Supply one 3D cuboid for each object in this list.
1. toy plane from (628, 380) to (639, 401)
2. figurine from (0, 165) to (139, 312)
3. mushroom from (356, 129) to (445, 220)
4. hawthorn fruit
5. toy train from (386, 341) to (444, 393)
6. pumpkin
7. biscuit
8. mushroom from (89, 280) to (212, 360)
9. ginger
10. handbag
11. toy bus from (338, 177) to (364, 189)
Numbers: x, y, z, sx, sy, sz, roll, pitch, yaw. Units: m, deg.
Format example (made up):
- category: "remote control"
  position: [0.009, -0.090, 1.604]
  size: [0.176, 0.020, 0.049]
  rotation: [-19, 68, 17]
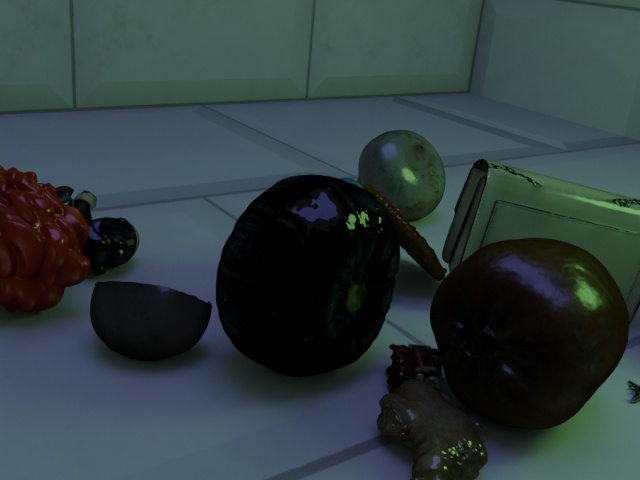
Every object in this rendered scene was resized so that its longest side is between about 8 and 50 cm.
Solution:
- category: "toy plane"
  position: [0.518, 0.236, 1.160]
  size: [0.084, 0.024, 0.078]
  rotation: [-10, 8, -34]
- category: "figurine"
  position: [-0.503, -0.013, 1.323]
  size: [0.306, 0.241, 0.412]
  rotation: [36, 10, 10]
- category: "mushroom"
  position: [0.187, -0.153, 1.860]
  size: [0.243, 0.243, 0.243]
  rotation: [5, 22, -2]
- category: "hawthorn fruit"
  position: [0.320, 0.122, 1.075]
  size: [0.267, 0.268, 0.301]
  rotation: [24, 27, 39]
- category: "toy train"
  position: [0.145, 0.199, 1.111]
  size: [0.087, 0.050, 0.138]
  rotation: [4, 13, 1]
- category: "pumpkin"
  position: [-0.024, 0.047, 1.130]
  size: [0.315, 0.315, 0.238]
  rotation: [-14, 22, -40]
- category: "biscuit"
  position: [0.166, -0.018, 1.477]
  size: [0.035, 0.254, 0.254]
  rotation: [-41, 29, 1]
- category: "mushroom"
  position: [-0.271, 0.127, 1.128]
  size: [0.188, 0.141, 0.117]
  rotation: [9, 56, 13]
- category: "ginger"
  position: [0.155, 0.259, 0.951]
  size: [0.137, 0.074, 0.213]
  rotation: [-5, 19, -10]
- category: "handbag"
  position: [0.437, -0.002, 1.389]
  size: [0.358, 0.237, 0.160]
  rotation: [14, 23, -5]
- category: "toy bus"
  position: [0.000, 0.000, 1.358]
  size: [0.287, 0.232, 0.194]
  rotation: [-10, 23, -29]
